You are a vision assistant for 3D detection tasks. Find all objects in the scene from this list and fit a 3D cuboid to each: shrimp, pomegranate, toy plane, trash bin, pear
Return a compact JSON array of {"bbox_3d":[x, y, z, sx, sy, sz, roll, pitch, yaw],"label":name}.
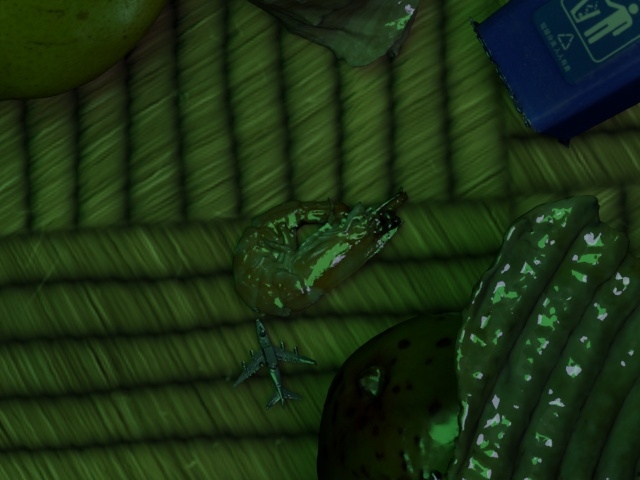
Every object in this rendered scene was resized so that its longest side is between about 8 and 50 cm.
[{"bbox_3d":[0.000,0.000,1.677,0.180,0.041,0.099,-31,65,8],"label":"shrimp"},{"bbox_3d":[0.116,0.202,1.559,0.231,0.231,0.286,-19,111,9],"label":"pomegranate"},{"bbox_3d":[-0.044,0.110,1.677,0.078,0.024,0.084,-15,82,-9],"label":"toy plane"},{"bbox_3d":[0.268,-0.191,1.582,0.234,0.184,0.162,-33,76,19],"label":"trash bin"},{"bbox_3d":[-0.267,-0.263,1.635,0.294,0.294,0.294,-1,85,11],"label":"pear"}]

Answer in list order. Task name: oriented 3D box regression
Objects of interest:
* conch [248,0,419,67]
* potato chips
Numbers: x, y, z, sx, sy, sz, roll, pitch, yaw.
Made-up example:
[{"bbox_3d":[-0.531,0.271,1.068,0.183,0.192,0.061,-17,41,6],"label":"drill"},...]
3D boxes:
[{"bbox_3d":[-0.017,-0.294,1.590,0.263,0.186,0.324,1,109,28],"label":"conch"},{"bbox_3d":[0.238,0.167,1.447,0.097,0.373,0.389,2,87,44],"label":"potato chips"}]
